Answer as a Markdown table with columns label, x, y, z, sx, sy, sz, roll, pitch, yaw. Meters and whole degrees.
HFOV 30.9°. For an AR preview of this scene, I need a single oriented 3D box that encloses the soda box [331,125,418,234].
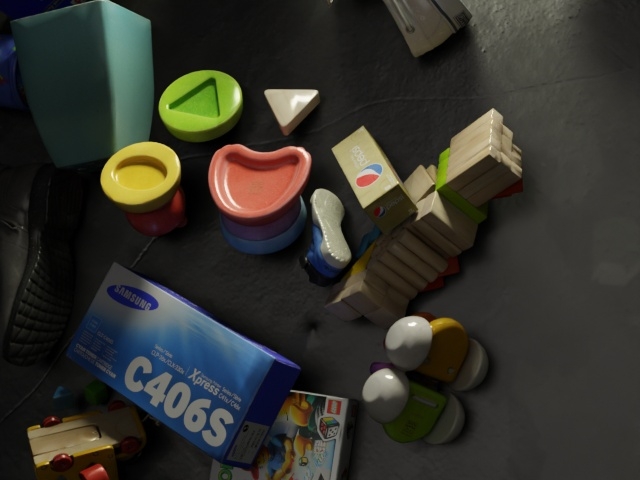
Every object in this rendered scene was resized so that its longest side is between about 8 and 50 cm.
| label | x | y | z | sx | sy | sz | roll | pitch | yaw |
| --- | --- | --- | --- | --- | --- | --- | --- | --- | --- |
| soda box | 0.075 | -0.088 | 1.641 | 0.061 | 0.058 | 0.181 | -36 | 34 | 8 |

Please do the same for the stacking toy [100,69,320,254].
| label | x | y | z | sx | sy | sz | roll | pitch | yaw |
| --- | --- | --- | --- | --- | --- | --- | --- | --- | --- |
| stacking toy | -0.144 | -0.109 | 1.772 | 0.309 | 0.130 | 0.279 | 11 | 56 | 18 |

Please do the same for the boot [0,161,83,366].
| label | x | y | z | sx | sy | sz | roll | pitch | yaw |
| --- | --- | --- | --- | --- | --- | --- | --- | --- | --- |
| boot | -0.509 | 0.031 | 1.853 | 0.223 | 0.118 | 0.338 | 1 | 72 | 26 |

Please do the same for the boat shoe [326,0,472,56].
| label | x | y | z | sx | sy | sz | roll | pitch | yaw |
| --- | --- | --- | --- | --- | --- | --- | --- | --- | --- |
| boat shoe | 0.058 | -0.418 | 1.735 | 0.156 | 0.136 | 0.367 | -40 | 79 | 11 |

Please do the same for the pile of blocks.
| label | x | y | z | sx | sy | sz | roll | pitch | yaw |
| --- | --- | --- | --- | --- | --- | --- | --- | --- | --- |
| pile of blocks | 0.161 | -0.013 | 1.636 | 0.113 | 0.149 | 0.362 | 37 | 105 | -21 |

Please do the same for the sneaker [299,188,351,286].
| label | x | y | z | sx | sy | sz | roll | pitch | yaw |
| --- | --- | --- | --- | --- | --- | --- | --- | --- | --- |
| sneaker | -0.001 | 0.000 | 1.698 | 0.084 | 0.058 | 0.152 | -52 | 37 | 37 |

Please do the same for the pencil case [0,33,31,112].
| label | x | y | z | sx | sy | sz | roll | pitch | yaw |
| --- | --- | --- | --- | --- | --- | --- | --- | --- | --- |
| pencil case | -0.588 | -0.297 | 1.925 | 0.306 | 0.119 | 0.133 | 12 | 105 | 20 |

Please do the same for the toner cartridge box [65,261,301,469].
| label | x | y | z | sx | sy | sz | roll | pitch | yaw |
| --- | --- | --- | --- | --- | --- | --- | --- | --- | --- |
| toner cartridge box | -0.207 | 0.176 | 1.686 | 0.348 | 0.075 | 0.165 | 26 | 87 | 34 |

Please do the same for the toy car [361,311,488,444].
| label | x | y | z | sx | sy | sz | roll | pitch | yaw |
| --- | --- | --- | --- | --- | --- | --- | --- | --- | --- |
| toy car | 0.126 | 0.183 | 1.586 | 0.136 | 0.159 | 0.182 | 20 | 86 | 56 |

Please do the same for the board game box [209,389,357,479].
| label | x | y | z | sx | sy | sz | roll | pitch | yaw |
| --- | --- | --- | --- | --- | --- | --- | --- | --- | --- |
| board game box | -0.064 | 0.364 | 1.648 | 0.193 | 0.053 | 0.305 | 5 | 80 | 21 |

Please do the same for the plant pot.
| label | x | y | z | sx | sy | sz | roll | pitch | yaw |
| --- | --- | --- | --- | --- | --- | --- | --- | --- | --- |
| plant pot | -0.359 | -0.231 | 1.816 | 0.166 | 0.166 | 0.234 | -10 | 85 | 17 |

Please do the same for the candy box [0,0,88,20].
| label | x | y | z | sx | sy | sz | roll | pitch | yaw |
| --- | --- | --- | --- | --- | --- | --- | --- | --- | --- |
| candy box | -0.448 | -0.488 | 1.812 | 0.268 | 0.317 | 0.122 | -44 | 67 | 5 |

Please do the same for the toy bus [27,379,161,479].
| label | x | y | z | sx | sy | sz | roll | pitch | yaw |
| --- | --- | --- | --- | --- | --- | --- | --- | --- | --- |
| toy bus | -0.334 | 0.316 | 1.721 | 0.202 | 0.191 | 0.104 | 14 | 126 | 21 |
